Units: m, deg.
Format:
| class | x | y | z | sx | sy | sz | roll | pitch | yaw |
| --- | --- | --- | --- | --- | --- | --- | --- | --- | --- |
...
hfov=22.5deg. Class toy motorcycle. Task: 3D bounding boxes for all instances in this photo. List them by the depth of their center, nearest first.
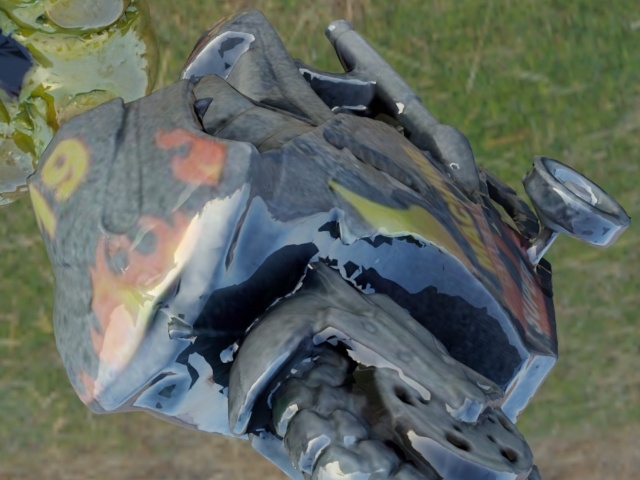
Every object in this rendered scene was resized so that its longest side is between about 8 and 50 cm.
| class | x | y | z | sx | sy | sz | roll | pitch | yaw |
| --- | --- | --- | --- | --- | --- | --- | --- | --- | --- |
| toy motorcycle | 0.000 | 0.000 | 0.513 | 0.173 | 0.307 | 0.108 | 30 | 108 | -6 |

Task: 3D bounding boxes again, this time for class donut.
| class | x | y | z | sx | sy | sz | roll | pitch | yaw |
| --- | --- | --- | --- | --- | --- | --- | --- | --- | --- |
| donut | -0.222 | -0.149 | 1.054 | 0.208 | 0.128 | 0.261 | -23 | 131 | -2 |
